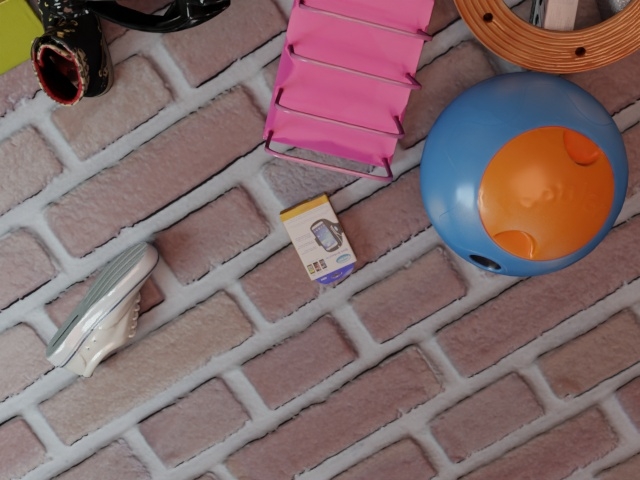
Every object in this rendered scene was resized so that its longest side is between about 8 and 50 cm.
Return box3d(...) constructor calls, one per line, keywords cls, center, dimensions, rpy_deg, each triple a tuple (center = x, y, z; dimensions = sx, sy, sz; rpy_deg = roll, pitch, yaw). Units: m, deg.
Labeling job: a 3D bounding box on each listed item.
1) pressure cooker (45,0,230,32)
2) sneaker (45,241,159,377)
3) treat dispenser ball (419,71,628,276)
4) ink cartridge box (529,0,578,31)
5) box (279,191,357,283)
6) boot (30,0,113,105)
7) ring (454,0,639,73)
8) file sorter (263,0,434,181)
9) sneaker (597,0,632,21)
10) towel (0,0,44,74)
box3d(cls="pressure cooker", center=(-0.251, -0.465, 1.187), dimensions=(0.376, 0.369, 0.420), rpy_deg=(-4, 120, -5))
box3d(cls="sneaker", center=(-0.327, 0.112, 1.546), dimensions=(0.091, 0.094, 0.258), rpy_deg=(34, 108, -28))
box3d(cls="treat dispenser ball", center=(0.284, -0.092, 1.373), dimensions=(0.288, 0.288, 0.288), rpy_deg=(0, 106, 0))
box3d(cls="ink cartridge box", center=(0.338, -0.352, 1.397), dimensions=(0.046, 0.097, 0.207), rpy_deg=(6, 105, -3))
box3d(cls="box", center=(0.000, 0.000, 1.536), dimensions=(0.081, 0.028, 0.136), rpy_deg=(-24, 107, 7))
box3d(cls="boot", center=(-0.362, -0.306, 1.367), dimensions=(0.085, 0.178, 0.236), rpy_deg=(-13, 106, 4))
box3d(cls="ring", center=(0.334, -0.386, 1.290), dimensions=(0.337, 0.032, 0.336), rpy_deg=(1, 120, 2))
box3d(cls="file sorter", center=(0.044, -0.248, 1.383), dimensions=(0.202, 0.182, 0.290), rpy_deg=(13, 106, -4))
box3d(cls="sneaker", center=(0.480, -0.467, 1.348), dimensions=(0.210, 0.137, 0.365), rpy_deg=(-14, 111, 3))
box3d(cls="towel", center=(-0.518, -0.273, 1.435), dimensions=(0.237, 0.021, 0.102), rpy_deg=(-28, 134, 2))
